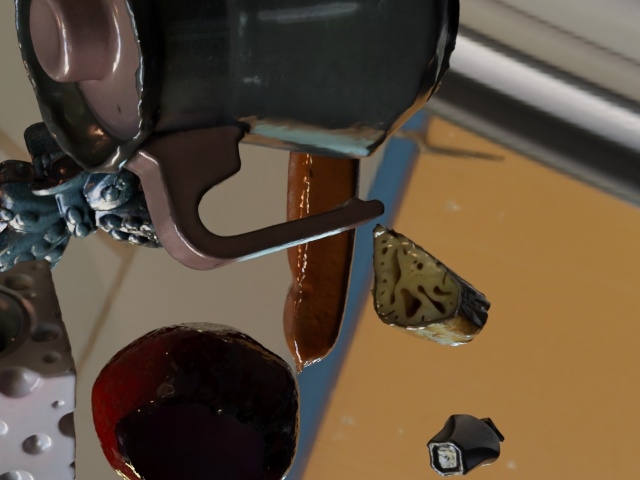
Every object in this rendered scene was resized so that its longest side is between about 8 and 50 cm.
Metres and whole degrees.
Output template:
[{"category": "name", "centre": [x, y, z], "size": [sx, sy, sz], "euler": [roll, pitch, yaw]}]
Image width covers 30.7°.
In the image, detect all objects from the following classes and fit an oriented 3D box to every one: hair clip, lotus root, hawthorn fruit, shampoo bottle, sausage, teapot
[{"category": "hair clip", "centre": [-0.375, -0.065, 1.785], "size": [0.194, 0.310, 0.206], "euler": [-112, 7, -49]}, {"category": "lotus root", "centre": [0.125, 0.067, 1.341], "size": [0.135, 0.159, 0.095], "euler": [30, -78, -38]}, {"category": "hawthorn fruit", "centre": [-0.137, 0.185, 1.236], "size": [0.215, 0.250, 0.215], "euler": [1, -93, -31]}, {"category": "shampoo bottle", "centre": [0.110, 0.151, 0.872], "size": [0.027, 0.048, 0.137], "euler": [-54, -15, 11]}, {"category": "sausage", "centre": [0.000, 0.000, 1.511], "size": [0.097, 0.094, 0.348], "euler": [-110, 23, -84]}, {"category": "teapot", "centre": [-0.074, -0.172, 1.074], "size": [0.362, 0.305, 0.376], "euler": [-13, -96, -31]}]

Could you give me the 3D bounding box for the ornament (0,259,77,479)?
[{"category": "ornament", "centre": [-0.433, 0.190, 1.415], "size": [0.240, 0.239, 0.240], "euler": [-5, -55, -19]}]
